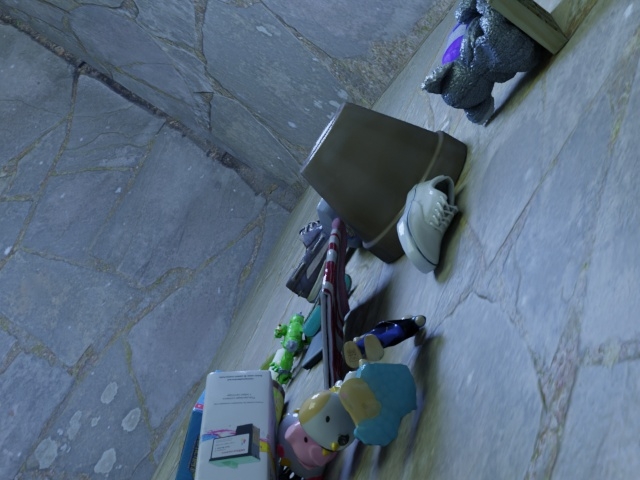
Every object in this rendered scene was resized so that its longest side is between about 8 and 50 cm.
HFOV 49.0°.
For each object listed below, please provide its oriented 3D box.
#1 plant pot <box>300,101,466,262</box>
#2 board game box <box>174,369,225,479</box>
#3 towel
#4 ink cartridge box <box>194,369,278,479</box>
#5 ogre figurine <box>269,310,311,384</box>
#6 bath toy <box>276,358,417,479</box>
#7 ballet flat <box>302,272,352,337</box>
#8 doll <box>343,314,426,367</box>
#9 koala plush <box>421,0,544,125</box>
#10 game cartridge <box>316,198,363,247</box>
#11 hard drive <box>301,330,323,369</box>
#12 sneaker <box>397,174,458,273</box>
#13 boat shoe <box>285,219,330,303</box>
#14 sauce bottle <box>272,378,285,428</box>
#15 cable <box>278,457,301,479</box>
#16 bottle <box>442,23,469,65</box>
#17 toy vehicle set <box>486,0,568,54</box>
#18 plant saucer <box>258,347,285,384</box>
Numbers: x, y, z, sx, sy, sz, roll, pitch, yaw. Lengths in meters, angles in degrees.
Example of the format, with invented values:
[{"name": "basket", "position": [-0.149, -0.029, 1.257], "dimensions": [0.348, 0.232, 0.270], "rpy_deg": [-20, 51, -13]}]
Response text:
[{"name": "plant pot", "position": [0.118, -0.156, 1.580], "dimensions": [0.323, 0.280, 0.323], "rpy_deg": [-57, 7, 12]}, {"name": "board game box", "position": [-0.273, 0.505, 1.693], "dimensions": [0.308, 0.086, 0.302], "rpy_deg": [-77, 3, -84]}, {"name": "towel", "position": [0.033, 0.125, 1.457], "dimensions": [0.329, 0.037, 0.237], "rpy_deg": [-78, -13, -64]}, {"name": "ink cartridge box", "position": [-0.131, 0.385, 1.152], "dimensions": [0.278, 0.117, 0.201], "rpy_deg": [-93, 1, -53]}, {"name": "ogre figurine", "position": [-0.074, 0.266, 1.825], "dimensions": [0.197, 0.096, 0.118], "rpy_deg": [-44, -24, -53]}, {"name": "bath toy", "position": [0.015, 0.294, 1.081], "dimensions": [0.348, 0.151, 0.129], "rpy_deg": [129, 142, -54]}, {"name": "ballet flat", "position": [0.020, 0.161, 1.762], "dimensions": [0.188, 0.070, 0.070], "rpy_deg": [-53, 9, 6]}, {"name": "doll", "position": [0.104, 0.148, 1.093], "dimensions": [0.129, 0.046, 0.189], "rpy_deg": [-24, -5, 32]}, {"name": "koala plush", "position": [0.327, -0.360, 1.446], "dimensions": [0.221, 0.196, 0.203], "rpy_deg": [-49, 21, 27]}, {"name": "game cartridge", "position": [0.087, -0.088, 1.838], "dimensions": [0.198, 0.062, 0.297], "rpy_deg": [-63, -23, -6]}, {"name": "hard drive", "position": [0.007, 0.241, 1.656], "dimensions": [0.135, 0.022, 0.094], "rpy_deg": [-48, 12, 47]}, {"name": "sneaker", "position": [0.206, -0.045, 1.308], "dimensions": [0.091, 0.094, 0.258], "rpy_deg": [-37, 24, 31]}, {"name": "boat shoe", "position": [0.000, 0.000, 2.018], "dimensions": [0.132, 0.130, 0.355], "rpy_deg": [132, 158, -79]}, {"name": "sauce bottle", "position": [-0.153, 0.443, 1.560], "dimensions": [0.111, 0.111, 0.344], "rpy_deg": [-54, 10, 24]}, {"name": "cable", "position": [-0.052, 0.414, 1.327], "dimensions": [0.184, 0.047, 0.150], "rpy_deg": [-58, 3, 15]}, {"name": "bottle", "position": [0.390, -0.511, 1.922], "dimensions": [0.118, 0.092, 0.283], "rpy_deg": [-52, 10, 38]}, {"name": "toy vehicle set", "position": [0.407, -0.472, 1.424], "dimensions": [0.035, 0.166, 0.267], "rpy_deg": [-51, 11, 28]}, {"name": "plant saucer", "position": [-0.148, 0.388, 1.943], "dimensions": [0.188, 0.045, 0.188], "rpy_deg": [-49, 12, 46]}]
